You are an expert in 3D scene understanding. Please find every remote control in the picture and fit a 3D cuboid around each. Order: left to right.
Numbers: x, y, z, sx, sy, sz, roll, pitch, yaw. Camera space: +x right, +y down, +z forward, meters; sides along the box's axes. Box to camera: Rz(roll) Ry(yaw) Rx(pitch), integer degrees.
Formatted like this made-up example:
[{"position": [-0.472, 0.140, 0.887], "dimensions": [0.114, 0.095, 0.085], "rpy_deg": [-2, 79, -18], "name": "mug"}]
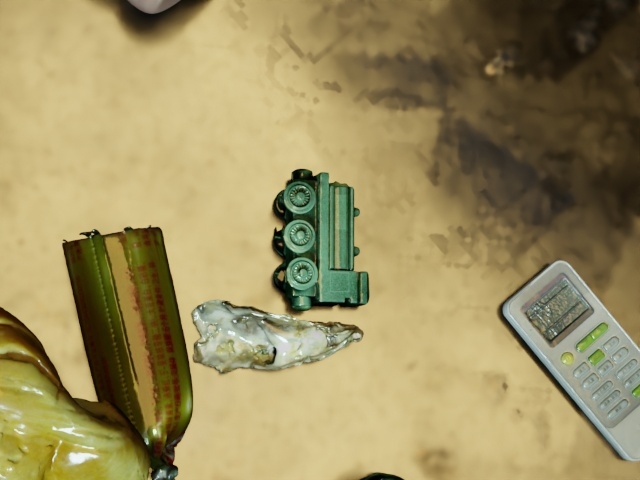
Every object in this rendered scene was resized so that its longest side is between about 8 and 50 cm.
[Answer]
[{"position": [0.333, 0.146, 2.028], "dimensions": [0.103, 0.034, 0.250], "rpy_deg": [-38, 88, -11], "name": "remote control"}]

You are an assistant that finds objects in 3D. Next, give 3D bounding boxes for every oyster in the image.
[{"position": [-0.059, 0.119, 1.981], "dimensions": [0.200, 0.061, 0.106], "rpy_deg": [20, 98, -2], "name": "oyster"}]

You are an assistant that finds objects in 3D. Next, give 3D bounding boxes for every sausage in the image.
[{"position": [-0.206, 0.135, 1.913], "dimensions": [0.117, 0.125, 0.317], "rpy_deg": [-13, 85, -9], "name": "sausage"}]

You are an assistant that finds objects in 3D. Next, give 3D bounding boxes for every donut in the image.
[{"position": [-0.344, 0.180, 1.784], "dimensions": [0.360, 0.360, 0.170], "rpy_deg": [43, 76, 0], "name": "donut"}]

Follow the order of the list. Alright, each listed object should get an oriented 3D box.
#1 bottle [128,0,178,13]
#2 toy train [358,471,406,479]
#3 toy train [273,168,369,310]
[{"position": [-0.231, -0.417, 1.968], "dimensions": [0.297, 0.173, 0.206], "rpy_deg": [49, 46, 1], "name": "bottle"}, {"position": [0.144, 0.401, 1.920], "dimensions": [0.369, 0.150, 0.237], "rpy_deg": [13, 87, -4], "name": "toy train"}, {"position": [0.000, 0.000, 1.990], "dimensions": [0.111, 0.071, 0.170], "rpy_deg": [3, 81, -16], "name": "toy train"}]
